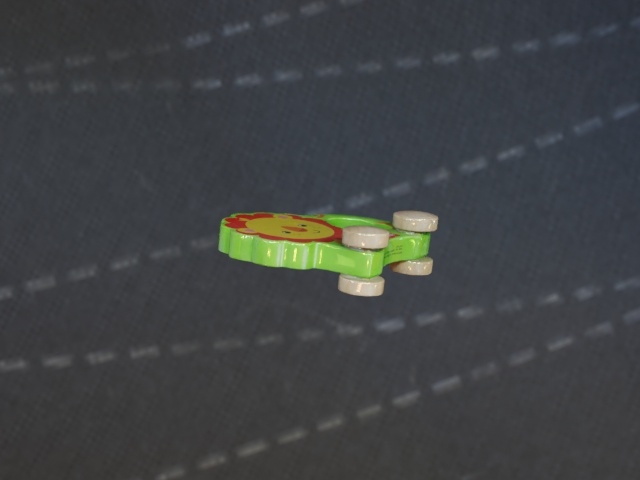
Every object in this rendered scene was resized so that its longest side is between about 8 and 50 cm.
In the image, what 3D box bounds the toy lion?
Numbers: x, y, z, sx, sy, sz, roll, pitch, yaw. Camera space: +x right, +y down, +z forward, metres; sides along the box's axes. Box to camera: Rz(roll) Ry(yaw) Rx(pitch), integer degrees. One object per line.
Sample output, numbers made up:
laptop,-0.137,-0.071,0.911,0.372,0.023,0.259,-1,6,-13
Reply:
toy lion,0.000,0.000,0.835,0.096,0.034,0.100,12,-167,26
